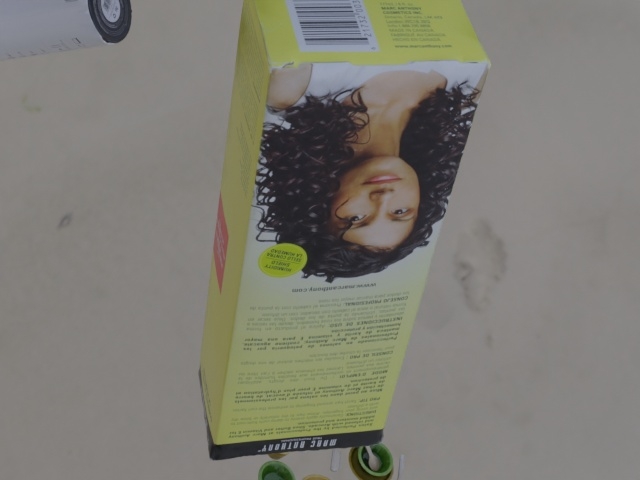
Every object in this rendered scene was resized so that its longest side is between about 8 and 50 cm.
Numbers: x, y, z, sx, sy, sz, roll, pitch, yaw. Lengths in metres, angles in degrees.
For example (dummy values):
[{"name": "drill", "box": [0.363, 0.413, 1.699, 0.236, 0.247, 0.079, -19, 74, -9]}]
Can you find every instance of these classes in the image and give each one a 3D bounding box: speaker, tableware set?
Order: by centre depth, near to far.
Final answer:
[{"name": "speaker", "box": [-0.209, -0.162, 1.023, 0.055, 0.136, 0.055, 16, 72, -62]}, {"name": "tableware set", "box": [0.016, 0.217, 1.306, 0.154, 0.024, 0.104, 22, 49, -15]}]

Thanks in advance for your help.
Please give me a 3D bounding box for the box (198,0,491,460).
[{"name": "box", "box": [0.000, 0.000, 0.587, 0.087, 0.232, 0.058, -4, 47, -13]}]
